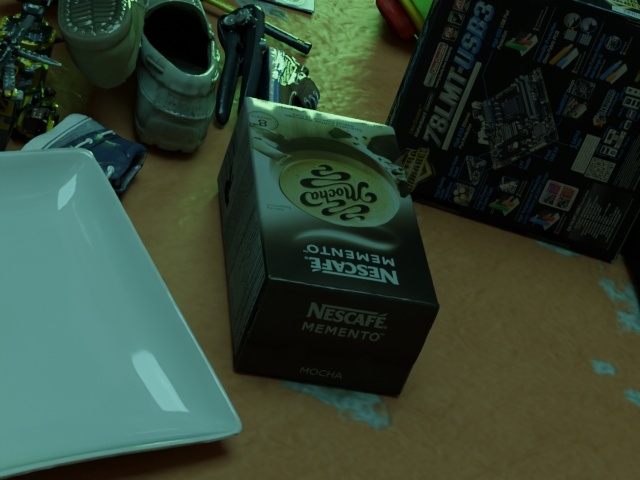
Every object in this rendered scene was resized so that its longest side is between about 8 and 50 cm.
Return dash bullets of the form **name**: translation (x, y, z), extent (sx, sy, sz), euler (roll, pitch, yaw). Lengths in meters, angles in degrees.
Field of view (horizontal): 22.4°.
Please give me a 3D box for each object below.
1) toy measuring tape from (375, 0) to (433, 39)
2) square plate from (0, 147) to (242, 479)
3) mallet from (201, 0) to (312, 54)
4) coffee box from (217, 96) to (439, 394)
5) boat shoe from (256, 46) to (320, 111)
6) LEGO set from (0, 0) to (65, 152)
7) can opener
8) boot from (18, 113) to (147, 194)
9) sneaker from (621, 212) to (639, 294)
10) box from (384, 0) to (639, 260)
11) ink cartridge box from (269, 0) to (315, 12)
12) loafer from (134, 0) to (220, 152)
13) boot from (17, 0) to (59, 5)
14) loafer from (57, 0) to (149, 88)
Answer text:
- **toy measuring tape**: translation (0.101, -0.354, 2.101), extent (0.121, 0.121, 0.330), euler (-5, 43, -32)
- **square plate**: translation (-0.284, 0.064, 1.369), extent (0.344, 0.049, 0.347), euler (-6, 52, -38)
- **mallet**: translation (-0.096, -0.281, 1.987), extent (0.189, 0.039, 0.062), euler (24, 32, -4)
- **coffee box**: translation (0.000, 0.000, 1.576), extent (0.168, 0.119, 0.297), euler (10, 36, -16)
- **boat shoe**: translation (-0.035, -0.161, 1.823), extent (0.066, 0.066, 0.183), euler (15, 35, -11)
- **LEGO set**: translation (-0.404, -0.233, 1.622), extent (0.331, 0.192, 0.255), euler (19, 35, -3)
- **can opener**: translation (-0.088, -0.200, 1.842), extent (0.059, 0.073, 0.186), euler (-16, 43, 16)
- **boot**: translation (-0.241, -0.066, 1.587), extent (0.086, 0.069, 0.190), euler (22, 33, 7)
- **sneaker**: translation (0.422, 0.004, 1.813), extent (0.145, 0.090, 0.270), euler (12, 39, -14)
- **box**: translation (0.234, -0.145, 1.738), extent (0.293, 0.295, 0.073), euler (17, 35, -4)
- **ink cartridge box**: translation (-0.175, -0.405, 2.088), extent (0.371, 0.069, 0.176), euler (16, 35, -10)
- **loafer**: translation (-0.161, -0.225, 1.804), extent (0.112, 0.111, 0.319), euler (9, 37, -19)
- **boot**: translation (-0.315, -0.366, 1.896), extent (0.213, 0.077, 0.165), euler (-14, 74, -47)
- **loafer**: translation (-0.235, -0.253, 1.727), extent (0.102, 0.092, 0.268), euler (-1, 37, 1)
